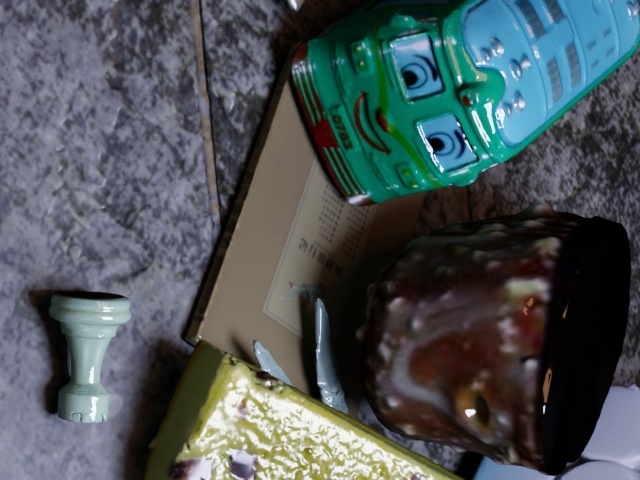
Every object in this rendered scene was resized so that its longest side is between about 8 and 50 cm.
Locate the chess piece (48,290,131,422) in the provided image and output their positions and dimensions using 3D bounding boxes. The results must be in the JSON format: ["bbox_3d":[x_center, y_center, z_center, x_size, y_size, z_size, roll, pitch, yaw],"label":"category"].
[{"bbox_3d":[-0.189,0.095,1.491,0.067,0.067,0.103,0,96,-45],"label":"chess piece"}]

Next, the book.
[{"bbox_3d":[0.000,0.000,1.713,0.217,0.021,0.310,37,62,-38],"label":"book"}]

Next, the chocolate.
[{"bbox_3d":[0.154,0.083,1.705,0.340,0.210,0.225,-34,128,-64],"label":"chocolate"}]

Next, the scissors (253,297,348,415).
[{"bbox_3d":[0.022,0.237,1.692,0.256,0.029,0.383,-39,121,-39],"label":"scissors"}]

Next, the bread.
[{"bbox_3d":[0.019,0.228,1.600,0.361,0.077,0.138,30,85,-24],"label":"bread"}]

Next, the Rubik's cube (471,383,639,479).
[{"bbox_3d":[0.317,0.337,1.801,0.292,0.291,0.290,55,52,-36],"label":"Rubik's cube"}]

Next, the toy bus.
[{"bbox_3d":[0.156,-0.181,1.741,0.343,0.199,0.184,-40,113,-43],"label":"toy bus"}]

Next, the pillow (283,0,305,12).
[{"bbox_3d":[-0.019,-0.353,1.696,0.208,0.052,0.212,-48,117,-33],"label":"pillow"}]
